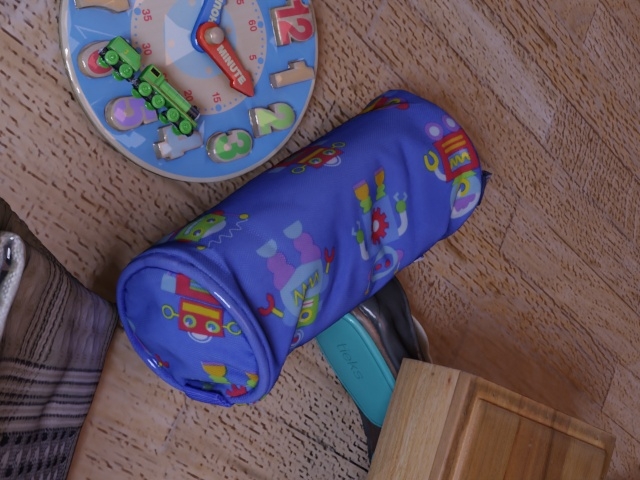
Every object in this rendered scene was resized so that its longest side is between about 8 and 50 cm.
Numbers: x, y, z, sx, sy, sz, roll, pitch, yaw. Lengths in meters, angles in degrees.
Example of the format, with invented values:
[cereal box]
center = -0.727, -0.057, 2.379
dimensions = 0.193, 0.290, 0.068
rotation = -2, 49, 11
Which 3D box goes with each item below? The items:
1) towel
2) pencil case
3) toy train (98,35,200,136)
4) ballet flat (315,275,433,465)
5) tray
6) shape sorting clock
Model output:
[towel]
center = -0.176, 0.150, 0.459
dimensions = 0.056, 0.324, 0.312
rotation = 18, 78, 2
[pencil case]
center = 0.000, 0.000, 0.669
dimensions = 0.306, 0.119, 0.133
rotation = -37, 120, -42
[toy train]
center = -0.112, -0.102, 0.623
dimensions = 0.083, 0.017, 0.024
rotation = 43, 66, -26
[ballet flat]
center = 0.081, 0.149, 0.790
dimensions = 0.096, 0.095, 0.281
rotation = -38, 116, -45
[tray]
center = 0.092, 0.316, 0.698
dimensions = 0.202, 0.076, 0.411
rotation = 26, 76, -38
[shape sorting clock]
center = -0.085, -0.145, 0.667
dimensions = 0.206, 0.040, 0.206
rotation = -2, 93, -40
